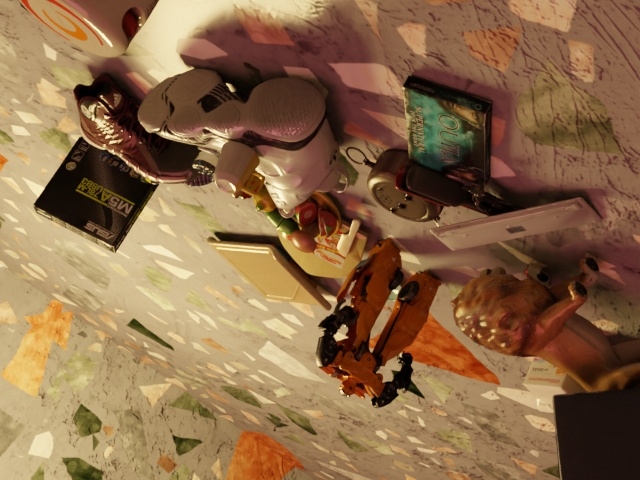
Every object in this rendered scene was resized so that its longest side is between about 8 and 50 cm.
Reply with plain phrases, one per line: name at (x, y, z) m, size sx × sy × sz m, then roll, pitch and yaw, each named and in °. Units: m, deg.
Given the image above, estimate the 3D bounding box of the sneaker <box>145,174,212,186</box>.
sneaker at (-0.266, -0.139, 2.065) m, size 0.144 × 0.059 × 0.053 m, roll 6°, pitch 119°, yaw 14°

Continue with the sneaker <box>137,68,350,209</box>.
sneaker at (-0.121, -0.157, 1.741) m, size 0.365 × 0.137 × 0.210 m, roll 8°, pitch 146°, yaw 34°

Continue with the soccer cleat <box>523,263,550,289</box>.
soccer cleat at (0.369, 0.070, 1.792) m, size 0.035 × 0.029 × 0.083 m, roll 9°, pitch 145°, yaw 47°

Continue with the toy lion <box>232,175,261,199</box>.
toy lion at (-0.120, -0.114, 1.864) m, size 0.034 × 0.096 × 0.100 m, roll 38°, pitch 116°, yaw 21°

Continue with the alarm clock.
alarm clock at (0.121, -0.092, 1.705) m, size 0.192 × 0.064 × 0.129 m, roll 33°, pitch 157°, yaw -1°

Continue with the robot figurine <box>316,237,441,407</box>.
robot figurine at (0.100, 0.155, 1.939) m, size 0.211 × 0.291 × 0.085 m, roll 38°, pitch 155°, yaw -20°

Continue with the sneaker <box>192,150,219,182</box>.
sneaker at (-0.156, -0.134, 1.919) m, size 0.080 × 0.081 × 0.211 m, roll 21°, pitch 173°, yaw 14°

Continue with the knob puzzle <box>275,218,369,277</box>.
knob puzzle at (0.000, 0.000, 2.040) m, size 0.213 × 0.030 × 0.213 m, roll 21°, pitch 142°, yaw 18°

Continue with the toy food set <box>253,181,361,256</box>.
toy food set at (-0.038, -0.039, 1.938) m, size 0.218 × 0.071 × 0.128 m, roll 34°, pitch 144°, yaw 1°

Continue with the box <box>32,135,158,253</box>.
box at (-0.454, -0.095, 2.193) m, size 0.190 × 0.184 × 0.045 m, roll 28°, pitch 156°, yaw 6°

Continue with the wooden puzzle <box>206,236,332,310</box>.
wooden puzzle at (-0.107, 0.064, 2.315) m, size 0.238 × 0.044 × 0.221 m, roll 10°, pitch 151°, yaw 47°

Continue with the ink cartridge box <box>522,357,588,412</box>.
ink cartridge box at (0.435, 0.236, 1.909) m, size 0.090 × 0.143 × 0.092 m, roll 42°, pitch 153°, yaw -28°

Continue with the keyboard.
keyboard at (0.290, -0.022, 1.622) m, size 0.256 × 0.014 × 0.072 m, roll -12°, pitch 152°, yaw 37°

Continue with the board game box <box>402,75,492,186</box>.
board game box at (0.184, -0.154, 1.545) m, size 0.126 × 0.026 × 0.186 m, roll 21°, pitch 156°, yaw 19°

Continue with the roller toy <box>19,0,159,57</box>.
roller toy at (-0.326, -0.368, 1.535) m, size 0.191 × 0.146 × 0.209 m, roll 18°, pitch 162°, yaw 45°

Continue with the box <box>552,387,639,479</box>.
box at (0.548, 0.381, 1.779) m, size 0.293 × 0.212 × 0.395 m, roll -6°, pitch 160°, yaw 13°

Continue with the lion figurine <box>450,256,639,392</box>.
lion figurine at (0.414, 0.165, 1.728) m, size 0.392 × 0.142 × 0.240 m, roll 38°, pitch 132°, yaw -5°

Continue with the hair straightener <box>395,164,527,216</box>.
hair straightener at (0.228, -0.056, 1.617) m, size 0.230 × 0.047 × 0.089 m, roll 25°, pitch 174°, yaw -16°

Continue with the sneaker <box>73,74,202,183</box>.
sneaker at (-0.337, -0.207, 1.937) m, size 0.281 × 0.106 × 0.162 m, roll 21°, pitch 153°, yaw 19°

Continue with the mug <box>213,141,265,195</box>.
mug at (-0.125, -0.105, 1.635) m, size 0.078 × 0.064 × 0.062 m, roll 18°, pitch 149°, yaw 8°

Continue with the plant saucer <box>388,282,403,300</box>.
plant saucer at (0.115, 0.077, 2.104) m, size 0.119 × 0.021 × 0.119 m, roll 24°, pitch 156°, yaw 11°
